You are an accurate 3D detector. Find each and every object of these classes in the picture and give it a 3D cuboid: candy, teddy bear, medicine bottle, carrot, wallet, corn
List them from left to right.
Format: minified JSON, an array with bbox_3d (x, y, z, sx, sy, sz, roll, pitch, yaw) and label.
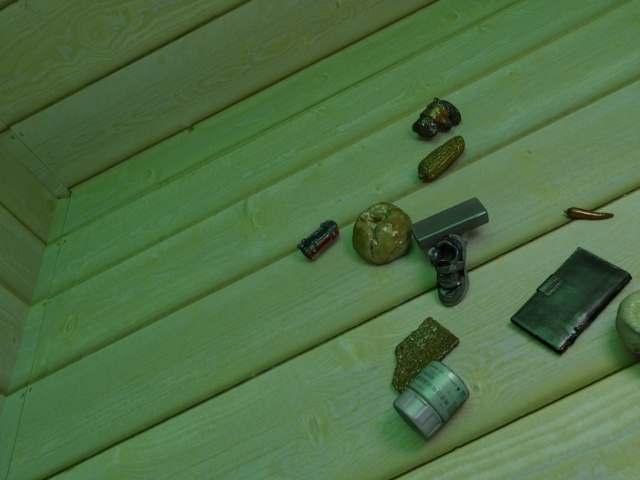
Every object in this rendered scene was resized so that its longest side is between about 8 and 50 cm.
[{"bbox_3d":[0.288,0.414,1.268,0.168,0.135,0.135,-42,43,-13],"label":"medicine bottle"},{"bbox_3d":[0.491,-0.525,2.109,0.177,0.140,0.190,28,74,41],"label":"teddy bear"},{"bbox_3d":[0.481,-0.326,1.937,0.261,0.097,0.097,-41,42,-18],"label":"corn"},{"bbox_3d":[0.433,0.013,1.636,0.092,0.073,0.160,12,55,34],"label":"candy"},{"bbox_3d":[0.700,0.163,1.361,0.317,0.044,0.169,-41,46,-12],"label":"wallet"},{"bbox_3d":[0.847,-0.083,1.538,0.142,0.035,0.035,11,54,27],"label":"carrot"}]

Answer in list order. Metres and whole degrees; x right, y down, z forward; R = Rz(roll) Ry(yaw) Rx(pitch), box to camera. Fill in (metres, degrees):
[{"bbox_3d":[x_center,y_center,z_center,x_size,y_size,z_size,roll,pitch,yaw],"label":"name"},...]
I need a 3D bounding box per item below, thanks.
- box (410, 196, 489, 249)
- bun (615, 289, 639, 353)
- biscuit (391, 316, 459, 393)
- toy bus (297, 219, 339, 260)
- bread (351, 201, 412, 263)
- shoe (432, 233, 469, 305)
[{"bbox_3d":[0.426,-0.056,1.613,0.243,0.055,0.103,-23,38,7],"label":"box"},{"bbox_3d":[0.832,0.211,1.171,0.220,0.134,0.220,-15,38,12],"label":"bun"},{"bbox_3d":[0.285,0.337,1.427,0.237,0.026,0.131,-40,41,-12],"label":"biscuit"},{"bbox_3d":[0.000,0.000,1.884,0.174,0.077,0.079,-41,42,-14],"label":"toy bus"},{"bbox_3d":[0.222,-0.036,1.757,0.244,0.134,0.244,-18,40,16],"label":"bread"},{"bbox_3d":[0.398,0.086,1.496,0.099,0.125,0.228,-2,80,26],"label":"shoe"}]
